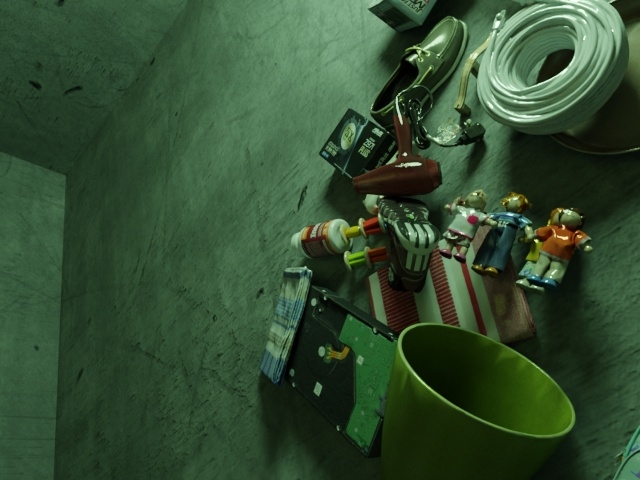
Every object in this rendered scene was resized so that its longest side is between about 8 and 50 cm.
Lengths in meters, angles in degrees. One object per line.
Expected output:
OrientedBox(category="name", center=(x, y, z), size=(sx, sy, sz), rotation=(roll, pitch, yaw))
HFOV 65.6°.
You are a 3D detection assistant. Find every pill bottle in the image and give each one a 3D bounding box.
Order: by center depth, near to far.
OrientedBox(category="pill bottle", center=(0.000, 0.000, 1.254), size=(0.151, 0.086, 0.086), rotation=(-13, 65, 41))

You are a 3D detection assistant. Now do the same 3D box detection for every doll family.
OrientedBox(category="doll family", center=(0.347, -0.006, 0.873), size=(0.262, 0.118, 0.163), rotation=(20, 78, 42))

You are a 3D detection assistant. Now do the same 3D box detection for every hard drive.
OrientedBox(category="hard drive", center=(0.053, 0.266, 1.080), size=(0.338, 0.064, 0.237), rotation=(26, 99, 52))

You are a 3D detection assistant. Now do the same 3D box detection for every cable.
OrientedBox(category="cable", center=(0.412, -0.317, 0.905), size=(0.257, 0.089, 0.257), rotation=(27, 93, 47))

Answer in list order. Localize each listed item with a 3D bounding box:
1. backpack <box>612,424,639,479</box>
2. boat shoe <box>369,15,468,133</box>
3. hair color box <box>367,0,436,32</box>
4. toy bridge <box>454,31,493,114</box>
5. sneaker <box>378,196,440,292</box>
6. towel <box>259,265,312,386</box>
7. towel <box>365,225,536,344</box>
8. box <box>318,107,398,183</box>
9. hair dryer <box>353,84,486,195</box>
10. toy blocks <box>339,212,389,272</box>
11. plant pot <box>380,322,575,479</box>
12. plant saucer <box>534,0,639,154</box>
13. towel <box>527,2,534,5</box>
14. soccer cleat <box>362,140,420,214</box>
OrientedBox(category="backpack", center=(0.461, 0.314, 0.619), size=(0.165, 0.144, 0.189), rotation=(20, 85, 53))
OrientedBox(category="boat shoe", center=(0.232, -0.403, 1.187), size=(0.305, 0.091, 0.109), rotation=(-55, 44, 13))
OrientedBox(category="hair color box", center=(0.278, -0.714, 1.212), size=(0.375, 0.113, 0.185), rotation=(-57, 16, 10))
OrientedBox(category="toy bridge", center=(0.342, -0.374, 1.087), size=(0.026, 0.063, 0.188), rotation=(30, 96, 47))
OrientedBox(category="sneaker", center=(0.165, 0.014, 1.020), size=(0.281, 0.106, 0.163), rotation=(-80, -3, -69))
OrientedBox(category="towel", center=(-0.094, 0.202, 1.242), size=(0.209, 0.034, 0.285), rotation=(173, 114, -73))
OrientedBox(category="towel", center=(0.242, 0.123, 0.999), size=(0.328, 0.037, 0.237), rotation=(-29, 57, 36))
OrientedBox(category="box", center=(0.100, -0.229, 1.257), size=(0.147, 0.077, 0.180), rotation=(-54, 44, 13))
OrientedBox(category="hair dryer", center=(0.191, -0.193, 1.097), size=(0.293, 0.080, 0.223), rotation=(-42, 58, -7))
OrientedBox(category="toy blocks", center=(0.126, 0.000, 1.151), size=(0.148, 0.054, 0.123), rotation=(-17, 70, 24))
OrientedBox(category="plant pot", center=(0.209, 0.332, 0.806), size=(0.274, 0.274, 0.294), rotation=(38, 118, 46))
OrientedBox(category="plant saucer", center=(0.537, -0.286, 0.864), size=(0.310, 0.050, 0.311), rotation=(-20, 61, 39))
OrientedBox(category="towel", center=(0.455, -0.708, 1.012), size=(0.317, 0.053, 0.332), rotation=(-42, 80, 22))
OrientedBox(category="soccer cleat", center=(0.162, -0.153, 1.174), size=(0.196, 0.068, 0.076), rotation=(-59, 40, 13))
